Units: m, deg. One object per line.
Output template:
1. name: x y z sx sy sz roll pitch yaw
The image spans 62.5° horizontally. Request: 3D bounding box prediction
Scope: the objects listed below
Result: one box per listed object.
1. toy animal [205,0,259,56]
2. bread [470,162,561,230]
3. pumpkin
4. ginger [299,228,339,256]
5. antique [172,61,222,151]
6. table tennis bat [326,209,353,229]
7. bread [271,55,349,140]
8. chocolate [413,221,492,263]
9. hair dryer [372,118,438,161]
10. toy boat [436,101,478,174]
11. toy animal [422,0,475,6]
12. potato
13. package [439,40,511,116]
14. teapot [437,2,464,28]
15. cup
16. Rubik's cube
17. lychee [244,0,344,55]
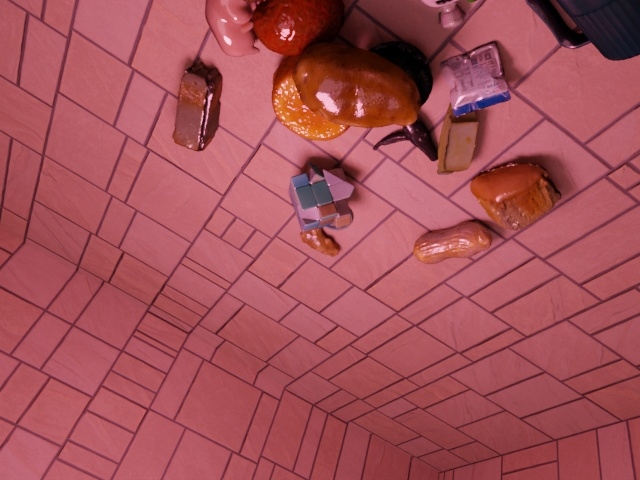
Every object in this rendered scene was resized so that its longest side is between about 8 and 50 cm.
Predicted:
1. toy animal: -0.264 -0.671 1.567 0.154 0.166 0.250 -9 140 -10
2. bread: 0.627 -0.148 1.743 0.262 0.162 0.204 -16 124 44
3. pumpkin: 0.215 -0.475 1.568 0.233 0.163 0.233 8 134 9
4. ginger: -0.014 0.001 2.205 0.115 0.081 0.205 -36 109 8
5. antique: -0.427 -0.473 1.851 0.125 0.150 0.284 20 129 2
6. table tennis bat: 0.016 -0.115 2.109 0.237 0.038 0.149 23 138 -7
7. bread: -0.016 -0.460 1.665 0.312 0.172 0.312 9 137 9
8. chocolate: 0.491 0.009 1.986 0.309 0.134 0.134 -13 128 37
9. hair dryer: 0.275 -0.327 1.786 0.219 0.075 0.195 -7 141 41
10. toy boat: 0.439 -0.308 1.697 0.111 0.084 0.276 -3 135 -5
11. toy animal: 0.320 -0.669 1.259 0.213 0.266 0.212 7 137 7
12. potato: 0.099 -0.416 1.451 0.369 0.195 0.176 16 171 1
13. package: 0.451 -0.467 1.544 0.171 0.027 0.173 -12 104 31
14. teapot: 0.350 -0.621 1.448 0.083 0.064 0.064 19 141 52
15. cup: 0.663 -0.581 1.230 0.292 0.242 0.308 37 133 -20
16. Rubik's cube: 0.005 -0.164 1.940 0.213 0.265 0.224 -19 173 -9
17. lychee: -0.079 -0.641 1.461 0.300 0.255 0.255 24 138 -19
